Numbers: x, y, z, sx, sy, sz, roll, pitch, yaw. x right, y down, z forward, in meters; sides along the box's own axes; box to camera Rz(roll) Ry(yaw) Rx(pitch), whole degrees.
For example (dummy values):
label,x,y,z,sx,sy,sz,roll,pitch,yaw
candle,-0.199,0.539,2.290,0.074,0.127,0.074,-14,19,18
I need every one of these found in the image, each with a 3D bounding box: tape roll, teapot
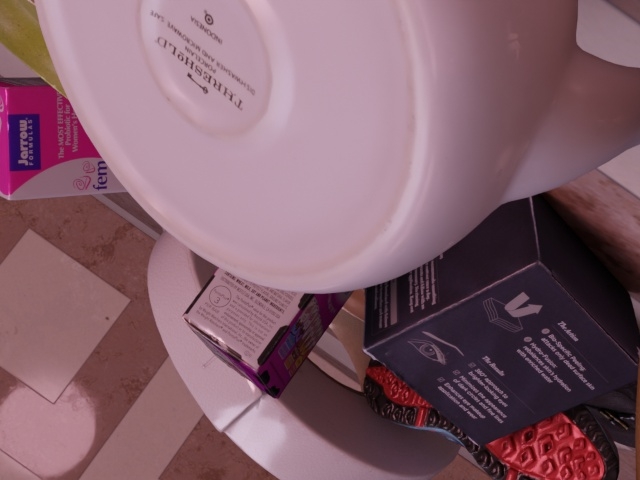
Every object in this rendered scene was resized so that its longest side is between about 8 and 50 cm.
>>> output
label,x,y,z,sx,sy,sz,roll,pitch,yaw
tape roll,-0.006,0.100,1.028,0.392,0.072,0.392,35,-152,-22
teapot,0.008,-0.115,0.426,0.253,0.187,0.256,-7,113,46

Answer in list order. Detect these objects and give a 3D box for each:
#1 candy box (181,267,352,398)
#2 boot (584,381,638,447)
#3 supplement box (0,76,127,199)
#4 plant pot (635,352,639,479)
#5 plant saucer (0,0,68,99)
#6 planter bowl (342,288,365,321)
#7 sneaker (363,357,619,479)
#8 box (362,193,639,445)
label,x,y,z,sx,sy,sz,roll,pitch,yaw
candy box,0.000,0.000,0.745,0.071,0.233,0.159,34,168,11
boot,0.232,0.126,0.955,0.263,0.091,0.229,19,160,48
supplement box,-0.236,-0.110,0.998,0.220,0.111,0.114,-7,-164,-35
plant pot,0.225,0.040,0.370,0.237,0.237,0.254,23,150,45
plant saucer,-0.156,-0.125,0.674,0.241,0.037,0.241,35,169,7
planter bowl,0.045,0.005,0.949,0.162,0.109,0.162,33,168,8
sneaker,0.171,0.159,0.899,0.262,0.104,0.125,23,-179,42
box,0.142,0.063,0.755,0.158,0.093,0.156,-30,124,29
